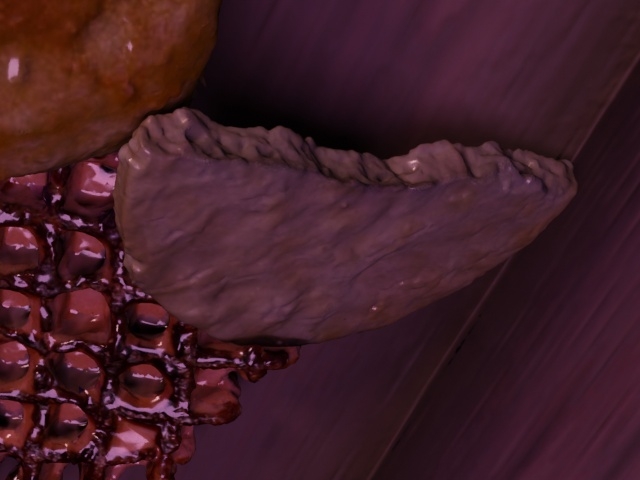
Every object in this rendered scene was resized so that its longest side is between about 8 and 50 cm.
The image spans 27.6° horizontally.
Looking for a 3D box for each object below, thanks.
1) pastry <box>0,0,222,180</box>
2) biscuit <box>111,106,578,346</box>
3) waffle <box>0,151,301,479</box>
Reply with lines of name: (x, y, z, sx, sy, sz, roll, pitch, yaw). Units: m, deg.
pastry: (-0.147, -0.145, 0.512, 0.236, 0.121, 0.257, 1, 108, -28)
biscuit: (0.002, 0.002, 0.622, 0.250, 0.032, 0.133, 2, 136, -35)
waffle: (-0.141, 0.043, 0.687, 0.234, 0.055, 0.221, -37, 112, 14)
